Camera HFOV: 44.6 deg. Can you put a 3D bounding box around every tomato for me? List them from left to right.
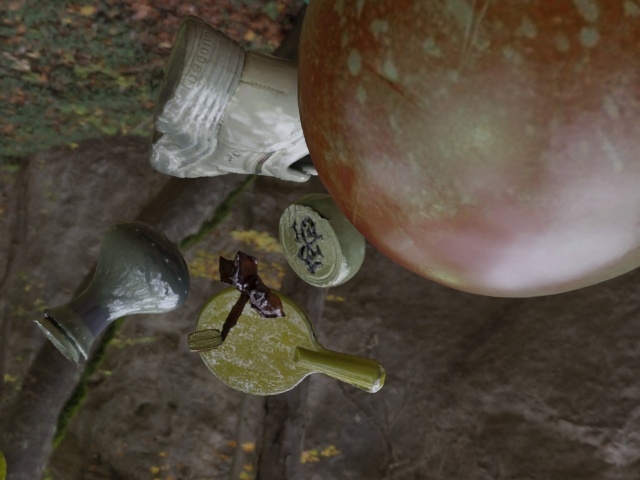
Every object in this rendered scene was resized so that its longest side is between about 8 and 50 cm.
[{"bbox_3d":[0.127,-0.093,0.415,0.223,0.270,0.270,32,-165,27],"label":"tomato"}]

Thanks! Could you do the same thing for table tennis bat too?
[{"bbox_3d":[-0.057,0.202,1.451,0.369,0.224,0.054,15,-158,7],"label":"table tennis bat"}]

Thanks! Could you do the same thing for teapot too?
[{"bbox_3d":[-0.354,0.092,1.336,0.183,0.251,0.183,37,154,21],"label":"teapot"}]

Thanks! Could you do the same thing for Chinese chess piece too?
[{"bbox_3d":[0.000,0.000,1.161,0.058,0.144,0.144,-25,-147,-38],"label":"Chinese chess piece"}]

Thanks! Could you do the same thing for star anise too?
[{"bbox_3d":[-0.142,0.105,1.310,0.158,0.144,0.140,45,167,-2],"label":"star anise"}]

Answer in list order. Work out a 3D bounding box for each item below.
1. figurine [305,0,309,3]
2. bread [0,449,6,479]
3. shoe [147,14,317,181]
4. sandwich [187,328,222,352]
[{"bbox_3d":[0.116,-0.386,1.258,0.324,0.340,0.231,-16,172,-29],"label":"figurine"},{"bbox_3d":[-0.618,0.401,1.367,0.111,0.129,0.114,32,167,-37],"label":"bread"},{"bbox_3d":[-0.078,-0.123,0.886,0.211,0.132,0.342,19,171,-11],"label":"shoe"},{"bbox_3d":[-0.180,0.153,1.182,0.044,0.031,0.083,0,164,-27],"label":"sandwich"}]
